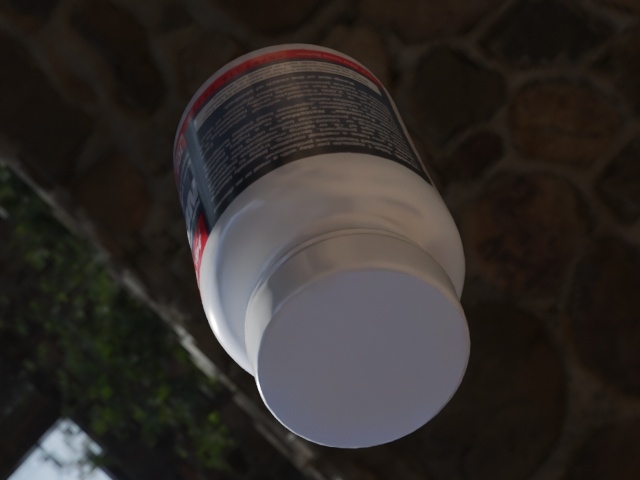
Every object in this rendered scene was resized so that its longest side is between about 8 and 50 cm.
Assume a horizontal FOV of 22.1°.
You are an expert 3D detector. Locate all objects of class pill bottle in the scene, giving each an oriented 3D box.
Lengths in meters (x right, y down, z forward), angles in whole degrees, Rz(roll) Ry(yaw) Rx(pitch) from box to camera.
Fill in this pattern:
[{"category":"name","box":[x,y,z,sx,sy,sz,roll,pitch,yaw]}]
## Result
[{"category":"pill bottle","box":[0.000,0.000,0.674,0.108,0.108,0.180,45,-168,-28]}]
